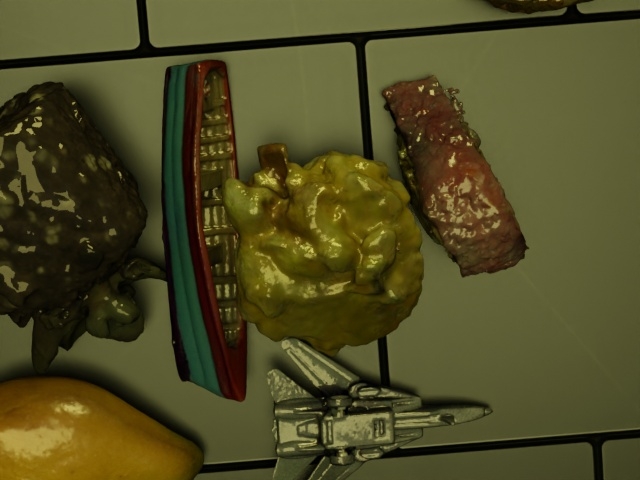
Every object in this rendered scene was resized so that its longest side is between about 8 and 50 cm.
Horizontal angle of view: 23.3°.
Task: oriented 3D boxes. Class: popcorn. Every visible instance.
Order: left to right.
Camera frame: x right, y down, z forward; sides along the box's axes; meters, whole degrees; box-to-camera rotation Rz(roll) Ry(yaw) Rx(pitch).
[{"bbox_3d":[0.000,0.000,1.746,0.233,0.192,0.266,-37,114,17],"label":"popcorn"}]

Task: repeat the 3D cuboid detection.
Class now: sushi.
[{"bbox_3d":[0.148,-0.069,1.747,0.107,0.161,0.241,-25,98,3],"label":"sushi"}]

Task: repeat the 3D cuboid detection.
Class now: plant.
[{"bbox_3d":[-0.294,-0.001,1.726,0.215,0.213,0.312,-27,107,1],"label":"plant"}]

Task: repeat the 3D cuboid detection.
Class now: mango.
[{"bbox_3d":[-0.294,0.248,1.808,0.316,0.119,0.176,12,94,-11],"label":"mango"}]

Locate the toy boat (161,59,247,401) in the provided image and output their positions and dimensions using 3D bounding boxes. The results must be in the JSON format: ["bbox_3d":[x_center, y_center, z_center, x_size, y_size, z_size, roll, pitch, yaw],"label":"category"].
[{"bbox_3d":[-0.132,-0.009,1.770,0.079,0.136,0.392,0,97,17],"label":"toy boat"}]

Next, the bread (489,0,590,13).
[{"bbox_3d":[0.248,-0.381,1.724,0.227,0.142,0.253,-17,100,0],"label":"bread"}]

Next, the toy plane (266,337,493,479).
[{"bbox_3d":[0.073,0.215,1.818,0.267,0.088,0.212,-2,98,-1],"label":"toy plane"}]
